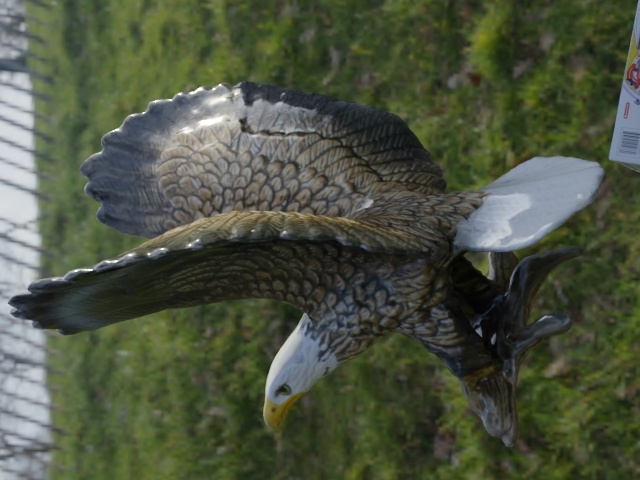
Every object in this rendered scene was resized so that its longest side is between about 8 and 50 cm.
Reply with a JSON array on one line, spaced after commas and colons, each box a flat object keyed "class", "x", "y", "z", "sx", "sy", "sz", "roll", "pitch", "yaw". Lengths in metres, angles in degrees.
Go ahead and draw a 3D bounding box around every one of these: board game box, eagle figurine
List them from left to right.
[{"class": "eagle figurine", "x": -0.005, "y": 0.010, "z": 0.666, "sx": 0.225, "sy": 0.298, "sz": 0.226, "roll": -65, "pitch": 10, "yaw": -19}, {"class": "board game box", "x": 0.202, "y": -0.116, "z": 0.645, "sx": 0.103, "sy": 0.026, "sz": 0.154, "roll": 1, "pitch": -80, "yaw": -65}]
